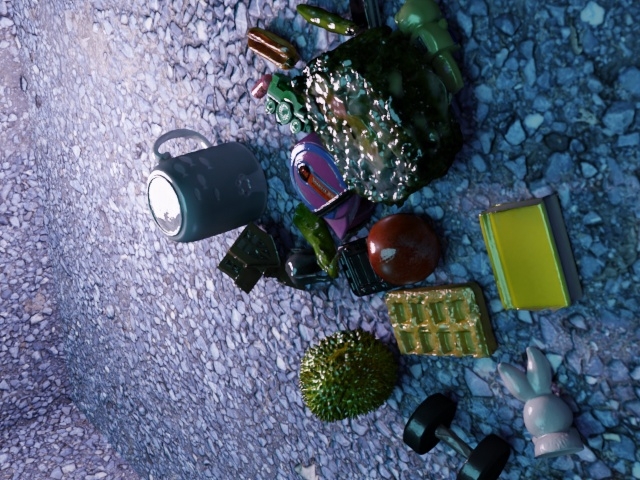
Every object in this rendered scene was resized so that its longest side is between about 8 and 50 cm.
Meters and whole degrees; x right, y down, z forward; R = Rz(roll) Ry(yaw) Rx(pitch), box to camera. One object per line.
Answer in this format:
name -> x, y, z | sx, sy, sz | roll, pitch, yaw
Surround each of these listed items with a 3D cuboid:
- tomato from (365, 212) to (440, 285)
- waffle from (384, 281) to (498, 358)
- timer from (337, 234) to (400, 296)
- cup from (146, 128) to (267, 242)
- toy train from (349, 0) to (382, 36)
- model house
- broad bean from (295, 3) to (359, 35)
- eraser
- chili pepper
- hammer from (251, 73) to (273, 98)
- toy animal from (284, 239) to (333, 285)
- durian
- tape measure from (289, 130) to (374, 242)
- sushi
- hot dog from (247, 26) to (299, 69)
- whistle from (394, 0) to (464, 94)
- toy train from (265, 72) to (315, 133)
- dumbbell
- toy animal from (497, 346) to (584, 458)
tomato -> 0.191, 0.021, 1.507 | 0.167, 0.167, 0.167 | 23, 123, 40
waffle -> 0.279, 0.187, 1.561 | 0.274, 0.057, 0.168 | -10, 99, 49
timer -> 0.134, 0.057, 1.669 | 0.187, 0.055, 0.144 | -20, 94, 46
cup -> -0.365, -0.175, 1.939 | 0.356, 0.274, 0.259 | 56, 138, 12
toy train -> 0.115, -0.430, 1.469 | 0.055, 0.048, 0.252 | 13, 123, 49
model house -> -0.155, 0.086, 1.919 | 0.248, 0.176, 0.181 | 37, 169, -6
broad bean -> 0.023, -0.492, 1.498 | 0.297, 0.060, 0.043 | 43, 116, 50
eraser -> 0.415, 0.029, 1.329 | 0.158, 0.069, 0.226 | -11, 99, 47
chili pepper -> 0.000, 0.000, 1.670 | 0.085, 0.076, 0.359 | -61, 27, 16
hammer -> -0.152, -0.410, 1.778 | 0.083, 0.043, 0.043 | -33, 82, 48
toy animal -> -0.028, 0.049, 1.789 | 0.269, 0.137, 0.082 | -104, 3, -72
durian -> 0.071, 0.343, 1.721 | 0.291, 0.291, 0.224 | -9, 87, 49
tape measure -> 0.037, -0.152, 1.614 | 0.231, 0.149, 0.245 | 47, 143, 19
sushi -> 0.127, -0.252, 1.363 | 0.352, 0.178, 0.294 | 59, 154, -8
hot dog -> -0.119, -0.490, 1.691 | 0.188, 0.055, 0.072 | 38, 135, 30
whistle -> 0.224, -0.397, 1.330 | 0.105, 0.085, 0.227 | -37, 77, 50
toy train -> -0.068, -0.342, 1.695 | 0.178, 0.071, 0.104 | 41, 123, 30
dumbbell -> 0.321, 0.483, 1.578 | 0.218, 0.152, 0.152 | 34, 130, 33
toy animal -> 0.466, 0.345, 1.408 | 0.104, 0.131, 0.221 | -28, 59, 23
